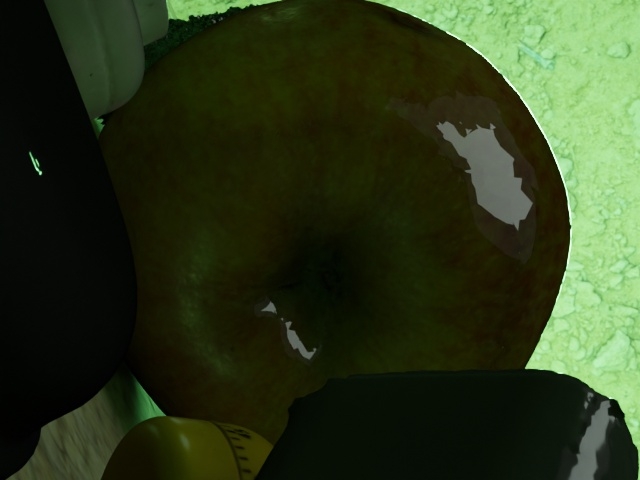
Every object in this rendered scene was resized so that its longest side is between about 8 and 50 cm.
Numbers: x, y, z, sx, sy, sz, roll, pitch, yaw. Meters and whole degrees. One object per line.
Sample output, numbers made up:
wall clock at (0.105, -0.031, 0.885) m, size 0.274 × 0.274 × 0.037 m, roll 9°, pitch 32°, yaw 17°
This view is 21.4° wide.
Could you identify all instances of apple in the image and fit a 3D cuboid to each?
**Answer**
apple at (0.000, 0.000, 0.896) m, size 0.264 × 0.264 × 0.264 m, roll -24°, pitch 90°, yaw -89°

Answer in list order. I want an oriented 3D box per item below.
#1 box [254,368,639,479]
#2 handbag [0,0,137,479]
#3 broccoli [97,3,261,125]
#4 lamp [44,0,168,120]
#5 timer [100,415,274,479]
box at (0.047, 0.182, 0.460) m, size 0.274 × 0.138 × 0.178 m, roll 66°, pitch 35°, yaw -35°
handbag at (-0.130, -0.082, 0.397) m, size 0.254 × 0.093 × 0.308 m, roll 62°, pitch 4°, yaw -63°
broccoli at (-0.070, -0.080, 1.242) m, size 0.156 × 0.195 × 0.195 m, roll 111°, pitch -37°, yaw -53°
lamp at (-0.144, -0.144, 0.621) m, size 0.179 × 0.108 × 0.246 m, roll 44°, pitch -20°, yaw 55°
timer at (-0.052, 0.107, 0.525) m, size 0.107 × 0.109 × 0.107 m, roll -170°, pitch -90°, yaw -68°
